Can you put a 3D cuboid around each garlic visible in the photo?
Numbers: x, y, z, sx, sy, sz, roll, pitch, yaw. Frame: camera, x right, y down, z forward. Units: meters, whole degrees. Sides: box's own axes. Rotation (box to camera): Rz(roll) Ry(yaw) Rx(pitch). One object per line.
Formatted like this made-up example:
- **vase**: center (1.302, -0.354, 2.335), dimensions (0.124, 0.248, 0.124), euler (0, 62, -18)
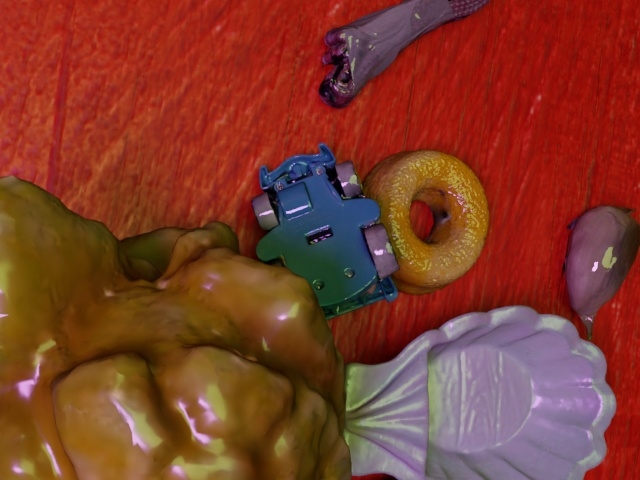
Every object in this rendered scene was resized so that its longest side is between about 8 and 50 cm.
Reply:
- **garlic**: center (0.308, 0.023, 0.905), dimensions (0.084, 0.066, 0.152), euler (33, 73, -17)

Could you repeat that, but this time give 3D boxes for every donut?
- **donut**: center (0.109, -0.021, 0.843), dimensions (0.151, 0.058, 0.152), euler (3, 82, -20)

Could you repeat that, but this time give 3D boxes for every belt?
- **belt**: center (0.085, -0.223, 0.852), dimensions (0.232, 0.053, 0.071), euler (-39, 107, -18)

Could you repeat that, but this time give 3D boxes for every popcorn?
- **popcorn**: center (-0.115, 0.101, 0.628), dimensions (0.289, 0.326, 0.321), euler (2, 119, -7)

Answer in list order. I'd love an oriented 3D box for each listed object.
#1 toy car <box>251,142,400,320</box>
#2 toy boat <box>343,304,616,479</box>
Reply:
- **toy car**: center (0.000, 0.000, 0.798), dimensions (0.126, 0.098, 0.162), euler (-21, 63, 2)
- **toy boat**: center (0.148, 0.164, 0.818), dimensions (0.290, 0.100, 0.200), euler (2, 84, -21)
